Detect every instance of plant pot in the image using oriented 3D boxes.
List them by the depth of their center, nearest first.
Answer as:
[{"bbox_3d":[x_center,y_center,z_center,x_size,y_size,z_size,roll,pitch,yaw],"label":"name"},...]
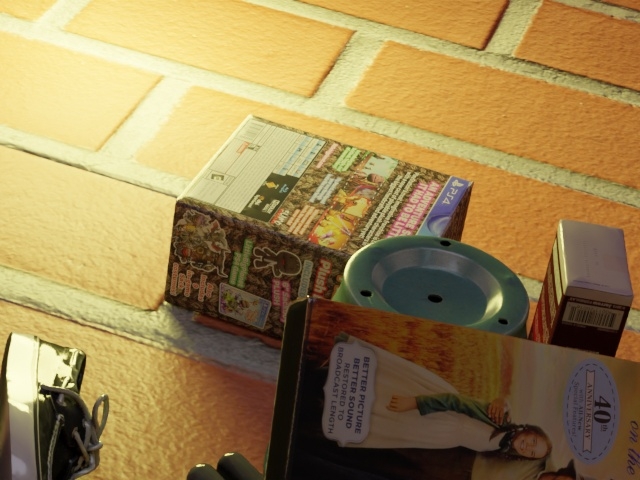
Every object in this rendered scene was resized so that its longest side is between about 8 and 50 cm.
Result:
[{"bbox_3d":[0.092,0.146,1.742,0.272,0.255,0.271,6,34,-4],"label":"plant pot"}]

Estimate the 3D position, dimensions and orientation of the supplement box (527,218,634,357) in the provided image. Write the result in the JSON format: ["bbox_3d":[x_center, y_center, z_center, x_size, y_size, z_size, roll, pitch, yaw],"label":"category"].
[{"bbox_3d":[0.261,0.114,1.845,0.073,0.239,0.130,10,33,-2],"label":"supplement box"}]

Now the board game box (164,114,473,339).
[{"bbox_3d":[0.000,0.000,2.040,0.291,0.141,0.232,18,34,12],"label":"board game box"}]

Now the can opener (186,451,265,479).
[{"bbox_3d":[-0.022,0.280,1.654,0.076,0.095,0.283,-17,42,-35],"label":"can opener"}]

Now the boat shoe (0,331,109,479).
[{"bbox_3d":[-0.264,0.188,1.723,0.105,0.113,0.306,9,17,-12],"label":"boat shoe"}]

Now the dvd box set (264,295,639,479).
[{"bbox_3d":[0.154,0.237,1.555,0.420,0.062,0.307,13,76,-18],"label":"dvd box set"}]
